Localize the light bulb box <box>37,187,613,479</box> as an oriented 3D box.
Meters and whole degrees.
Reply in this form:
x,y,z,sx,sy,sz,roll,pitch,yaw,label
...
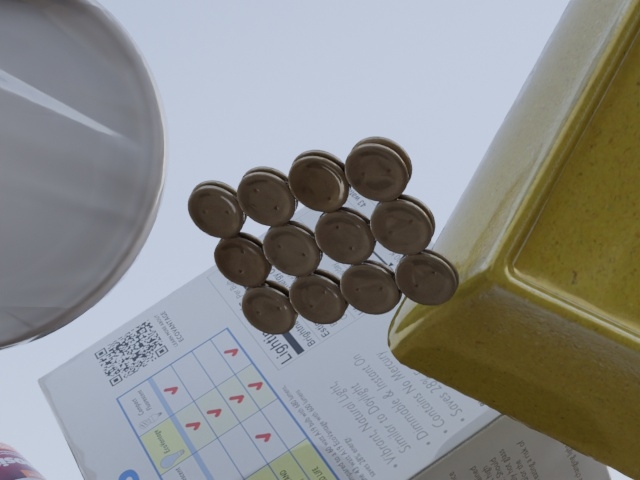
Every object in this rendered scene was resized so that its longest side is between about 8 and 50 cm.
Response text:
x,y,z,sx,sy,sz,roll,pitch,yaw,label
0.000,0.183,1.087,0.361,0.358,0.225,-33,-52,-8,light bulb box

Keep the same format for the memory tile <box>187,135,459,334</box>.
x,y,z,sx,sy,sz,roll,pitch,yaw,label
0.000,0.000,0.726,0.148,0.012,0.113,-12,-61,31,memory tile

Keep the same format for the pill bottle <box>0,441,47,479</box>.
x,y,z,sx,sy,sz,roll,pitch,yaw,label
-0.286,0.248,1.149,0.086,0.152,0.086,-11,-71,-33,pill bottle

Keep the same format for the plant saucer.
x,y,z,sx,sy,sz,roll,pitch,yaw,label
0.253,-0.013,0.739,0.333,0.332,0.081,26,-15,16,plant saucer

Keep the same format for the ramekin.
x,y,z,sx,sy,sz,roll,pitch,yaw,label
-0.236,-0.050,0.887,0.273,0.272,0.127,-9,-9,0,ramekin
